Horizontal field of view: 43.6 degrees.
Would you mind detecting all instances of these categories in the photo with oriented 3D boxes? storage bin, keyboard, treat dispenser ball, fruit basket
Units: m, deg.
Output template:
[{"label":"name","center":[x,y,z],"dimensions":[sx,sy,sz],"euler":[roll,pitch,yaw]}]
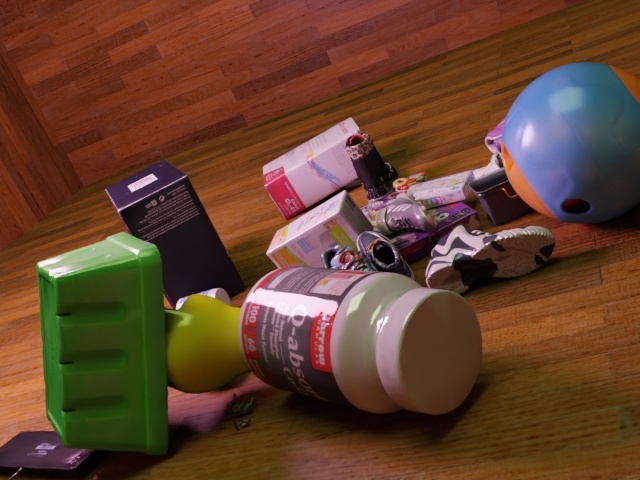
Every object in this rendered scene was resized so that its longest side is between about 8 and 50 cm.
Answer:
[{"label":"storage bin","center":[0.386,-0.093,1.629],"dimensions":[0.135,0.091,0.098],"euler":[-24,19,4]},{"label":"keyboard","center":[-0.538,0.421,1.498],"dimensions":[0.317,0.033,0.201],"euler":[-11,18,37]},{"label":"treat dispenser ball","center":[0.471,-0.173,1.439],"dimensions":[0.288,0.288,0.288],"euler":[-22,20,8]},{"label":"fruit basket","center":[-0.288,0.175,1.412],"dimensions":[0.392,0.392,0.283],"euler":[-33,22,-22]}]

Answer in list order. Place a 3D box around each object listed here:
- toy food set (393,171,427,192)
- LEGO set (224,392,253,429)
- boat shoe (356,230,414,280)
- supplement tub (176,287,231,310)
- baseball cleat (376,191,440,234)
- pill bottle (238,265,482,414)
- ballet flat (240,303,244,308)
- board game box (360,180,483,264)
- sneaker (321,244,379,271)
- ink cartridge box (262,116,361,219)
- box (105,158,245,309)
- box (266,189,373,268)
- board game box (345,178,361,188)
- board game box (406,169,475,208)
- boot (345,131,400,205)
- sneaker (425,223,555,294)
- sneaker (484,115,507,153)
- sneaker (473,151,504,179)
[{"label":"toy food set","center":[0.218,-0.140,1.926],"dimensions":[0.083,0.020,0.083],"euler":[-24,19,1]},{"label":"LEGO set","center":[-0.137,0.294,1.368],"dimensions":[0.054,0.023,0.083],"euler":[-22,33,16]},{"label":"boat shoe","center":[0.118,0.018,1.580],"dimensions":[0.065,0.083,0.183],"euler":[-38,43,-4]},{"label":"supplement tub","center":[-0.264,0.152,1.803],"dimensions":[0.107,0.071,0.071],"euler":[-18,21,22]},{"label":"baseball cleat","center":[0.178,-0.039,1.666],"dimensions":[0.109,0.072,0.206],"euler":[-38,14,5]},{"label":"pill bottle","center":[0.053,0.148,1.227],"dimensions":[0.210,0.210,0.363],"euler":[-38,23,-32]},{"label":"ballet flat","center":[-0.149,0.193,1.576],"dimensions":[0.087,0.083,0.247],"euler":[19,42,29]},{"label":"board game box","center":[0.201,-0.044,1.796],"dimensions":[0.208,0.056,0.347],"euler":[-23,19,-6]},{"label":"sneaker","center":[0.062,0.077,1.526],"dimensions":[0.104,0.125,0.262],"euler":[-31,20,-14]},{"label":"ink cartridge box","center":[-0.005,-0.212,2.302],"dimensions":[0.306,0.131,0.226],"euler":[-28,18,6]},{"label":"box","center":[-0.365,-0.010,1.978],"dimensions":[0.179,0.312,0.343],"euler":[-29,20,-12]},{"label":"box","center":[0.000,0.000,1.754],"dimensions":[0.203,0.114,0.103],"euler":[-29,20,25]},{"label":"board game box","center":[0.118,-0.185,2.288],"dimensions":[0.090,0.020,0.090],"euler":[-18,22,22]},{"label":"board game box","center":[0.259,-0.107,1.781],"dimensions":[0.154,0.026,0.103],"euler":[-13,22,31]},{"label":"boot","center":[0.136,-0.205,2.080],"dimensions":[0.085,0.178,0.236],"euler":[-18,21,18]},{"label":"sneaker","center":[0.301,0.008,1.463],"dimensions":[0.235,0.094,0.153],"euler":[-29,26,20]},{"label":"sneaker","center":[0.506,-0.255,1.911],"dimensions":[0.161,0.102,0.282],"euler":[-37,12,-21]},{"label":"sneaker","center":[0.393,-0.154,1.774],"dimensions":[0.080,0.094,0.212],"euler":[-31,20,-14]}]
